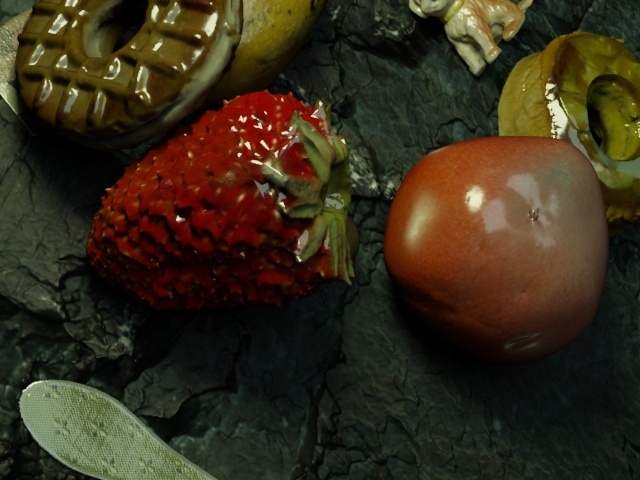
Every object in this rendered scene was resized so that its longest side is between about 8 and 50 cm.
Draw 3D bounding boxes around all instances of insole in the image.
[{"bbox_3d":[-0.241,0.277,1.570,0.322,0.007,0.109,36,61,-8],"label":"insole"}]

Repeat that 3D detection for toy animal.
[{"bbox_3d":[0.240,-0.391,1.998,0.185,0.104,0.184,38,61,-2],"label":"toy animal"}]

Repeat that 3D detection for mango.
[{"bbox_3d":[-0.086,-0.314,1.753,0.329,0.176,0.175,-37,120,-23],"label":"mango"}]

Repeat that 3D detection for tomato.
[{"bbox_3d":[0.264,0.007,1.753,0.341,0.273,0.341,9,67,-22],"label":"tomato"}]

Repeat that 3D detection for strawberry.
[{"bbox_3d":[-0.127,-0.052,1.605,0.343,0.292,0.292,-1,65,19],"label":"strawberry"}]

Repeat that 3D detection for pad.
[{"bbox_3d":[-0.357,-0.262,1.722,0.235,0.003,0.158,-38,90,-31],"label":"pad"}]

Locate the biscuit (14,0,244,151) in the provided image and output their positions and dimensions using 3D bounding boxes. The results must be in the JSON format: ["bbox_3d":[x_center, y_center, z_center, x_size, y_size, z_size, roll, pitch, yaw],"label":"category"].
[{"bbox_3d":[-0.252,-0.266,1.608,0.103,0.332,0.332,44,47,-54],"label":"biscuit"}]

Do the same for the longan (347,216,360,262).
[{"bbox_3d":[0.000,0.000,1.737,0.113,0.092,0.113,2,84,-21],"label":"longan"}]

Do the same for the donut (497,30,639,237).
[{"bbox_3d":[0.442,-0.173,1.973,0.330,0.160,0.330,11,68,-30],"label":"donut"}]
